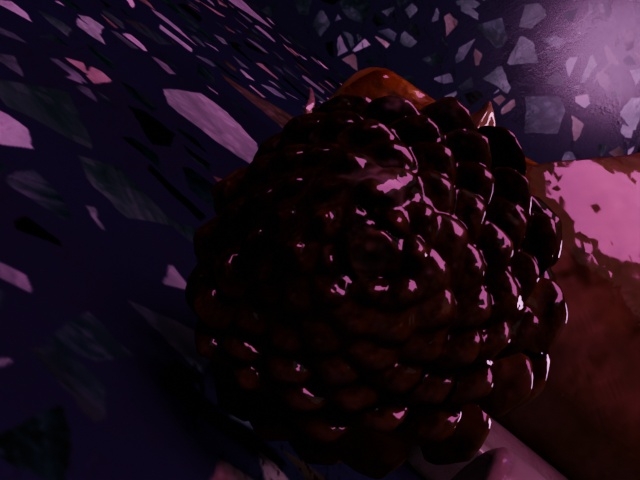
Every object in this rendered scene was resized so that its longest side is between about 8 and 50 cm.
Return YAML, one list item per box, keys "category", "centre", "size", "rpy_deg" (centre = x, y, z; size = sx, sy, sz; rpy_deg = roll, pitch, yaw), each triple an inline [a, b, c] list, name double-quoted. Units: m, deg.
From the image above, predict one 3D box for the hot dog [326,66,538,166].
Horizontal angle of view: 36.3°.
- category: "hot dog"
  centre: [0.176, -0.050, 1.260]
  size: [0.405, 0.185, 0.223]
  rpy_deg: [38, 5, 27]

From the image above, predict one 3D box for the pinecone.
- category: "pinecone"
  centre: [0.046, 0.041, 0.658]
  size: [0.246, 0.246, 0.292]
  rpy_deg: [45, 0, 20]

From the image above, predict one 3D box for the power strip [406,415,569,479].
- category: "power strip"
  centre: [0.193, 0.228, 0.774]
  size: [0.288, 0.053, 0.093]
  rpy_deg: [39, 13, 0]

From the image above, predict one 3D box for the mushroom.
- category: "mushroom"
  centre: [0.260, 0.129, 0.861]
  size: [0.313, 0.224, 0.397]
  rpy_deg: [-4, 62, -29]

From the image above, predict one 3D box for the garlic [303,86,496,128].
- category: "garlic"
  centre: [0.061, -0.066, 1.093]
  size: [0.151, 0.196, 0.338]
  rpy_deg: [26, -6, -36]

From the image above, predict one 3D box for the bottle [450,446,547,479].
- category: "bottle"
  centre: [0.155, 0.237, 0.524]
  size: [0.253, 0.120, 0.120]
  rpy_deg: [42, 14, 5]
